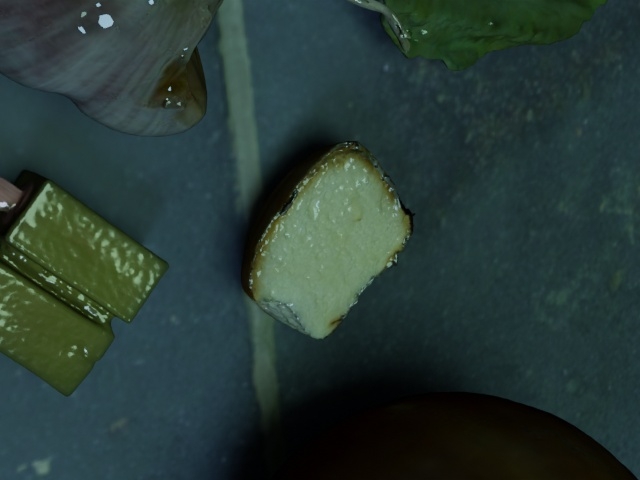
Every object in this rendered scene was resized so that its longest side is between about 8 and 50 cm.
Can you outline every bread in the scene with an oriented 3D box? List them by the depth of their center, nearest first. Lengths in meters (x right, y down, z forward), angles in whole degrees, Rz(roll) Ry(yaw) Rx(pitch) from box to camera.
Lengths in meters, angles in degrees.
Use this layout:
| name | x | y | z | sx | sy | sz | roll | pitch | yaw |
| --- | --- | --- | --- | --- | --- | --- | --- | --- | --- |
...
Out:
| name | x | y | z | sx | sy | sz | roll | pitch | yaw |
| --- | --- | --- | --- | --- | --- | --- | --- | --- | --- |
| bread | 0.000 | 0.000 | 0.850 | 0.129 | 0.044 | 0.126 | -53 | 134 | -11 |

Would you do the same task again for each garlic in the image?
| name | x | y | z | sx | sy | sz | roll | pitch | yaw |
| --- | --- | --- | --- | --- | --- | --- | --- | --- | --- |
| garlic | -0.068 | -0.165 | 0.656 | 0.207 | 0.256 | 0.207 | 3 | 90 | -76 |

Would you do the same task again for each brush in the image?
| name | x | y | z | sx | sy | sz | roll | pitch | yaw |
| --- | --- | --- | --- | --- | --- | --- | --- | --- | --- |
| brush | -0.206 | -0.010 | 0.706 | 0.233 | 0.047 | 0.103 | 40 | 82 | -34 |

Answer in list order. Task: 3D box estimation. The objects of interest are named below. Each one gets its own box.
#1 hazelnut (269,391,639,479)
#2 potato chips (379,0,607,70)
| name | x | y | z | sx | sy | sz | roll | pitch | yaw |
| --- | --- | --- | --- | --- | --- | --- | --- | --- | --- |
| hazelnut | 0.084 | 0.312 | 0.845 | 0.359 | 0.359 | 0.410 | 8 | 92 | -35 |
| potato chips | 0.177 | -0.317 | 0.825 | 0.389 | 0.097 | 0.373 | -24 | 119 | -24 |
